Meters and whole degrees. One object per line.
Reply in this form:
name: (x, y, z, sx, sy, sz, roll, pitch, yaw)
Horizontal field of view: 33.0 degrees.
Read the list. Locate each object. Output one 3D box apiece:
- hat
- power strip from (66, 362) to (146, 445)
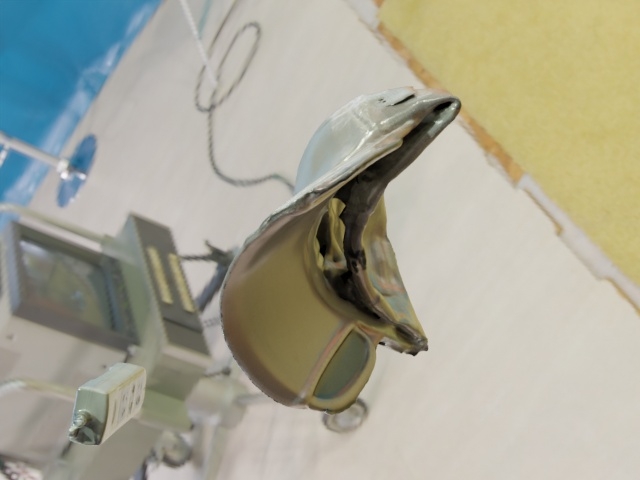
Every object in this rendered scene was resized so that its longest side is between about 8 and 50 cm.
hat: (0.000, 0.000, 0.760, 0.164, 0.226, 0.219, 36, 131, 44)
power strip: (-0.184, 0.140, 0.939, 0.191, 0.030, 0.047, -41, -39, -86)
